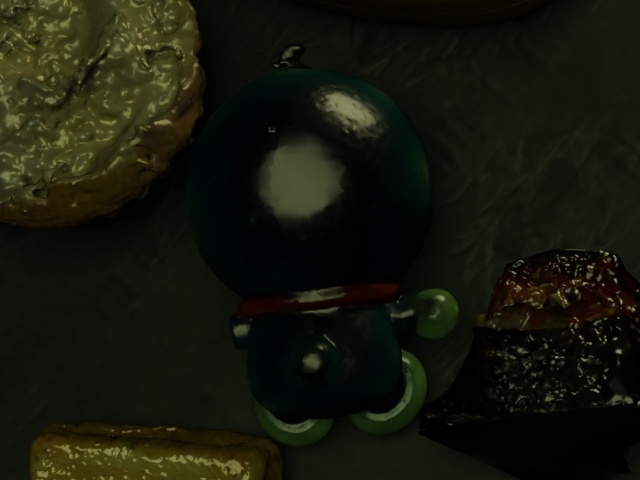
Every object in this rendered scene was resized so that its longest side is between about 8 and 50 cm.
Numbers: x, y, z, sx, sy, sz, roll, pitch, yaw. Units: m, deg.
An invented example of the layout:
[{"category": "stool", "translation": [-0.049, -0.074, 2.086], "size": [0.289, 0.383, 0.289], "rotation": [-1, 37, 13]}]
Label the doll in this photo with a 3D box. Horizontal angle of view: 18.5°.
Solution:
[{"category": "doll", "translation": [-0.001, 0.000, 1.565], "size": [0.199, 0.186, 0.321], "rotation": [-13, 83, 7]}]

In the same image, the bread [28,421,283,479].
[{"category": "bread", "translation": [-0.137, 0.207, 1.607], "size": [0.211, 0.083, 0.114], "rotation": [5, 88, 10]}]

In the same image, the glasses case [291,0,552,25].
[{"category": "glasses case", "translation": [0.043, -0.277, 1.619], "size": [0.371, 0.141, 0.173], "rotation": [11, 84, 12]}]

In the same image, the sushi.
[{"category": "sushi", "translation": [0.197, 0.087, 1.535], "size": [0.172, 0.153, 0.150], "rotation": [-26, 47, 46]}]

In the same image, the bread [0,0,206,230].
[{"category": "bread", "translation": [-0.214, -0.135, 1.639], "size": [0.274, 0.149, 0.274], "rotation": [-2, 80, 14]}]
